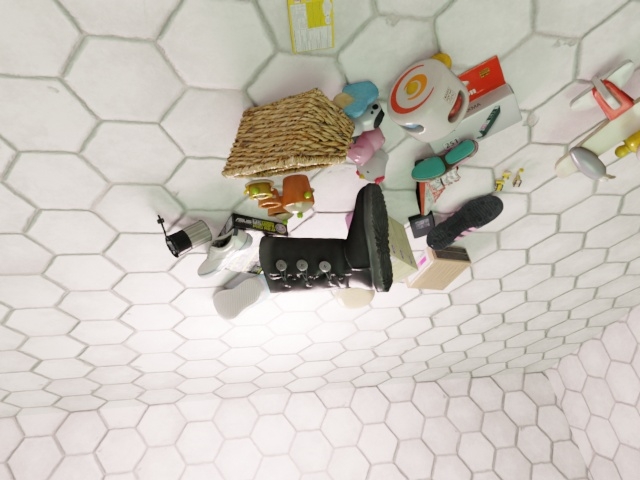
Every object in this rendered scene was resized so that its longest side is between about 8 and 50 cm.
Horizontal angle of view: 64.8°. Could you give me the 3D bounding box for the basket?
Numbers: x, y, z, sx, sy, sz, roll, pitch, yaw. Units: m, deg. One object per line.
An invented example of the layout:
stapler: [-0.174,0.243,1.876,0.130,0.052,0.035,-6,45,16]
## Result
basket: [-0.077,-0.227,1.335,0.299,0.222,0.213,-4,153,40]

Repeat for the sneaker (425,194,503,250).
sneaker: [0.546,-0.071,1.939,0.319,0.112,0.131,-30,174,9]

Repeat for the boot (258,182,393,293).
boot: [0.000,0.002,1.697,0.446,0.366,0.146,-1,-169,27]

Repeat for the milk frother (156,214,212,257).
milk frother: [-0.465,-0.037,1.703,0.135,0.129,0.143,-31,124,-33]

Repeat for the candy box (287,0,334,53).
candy box: [-0.023,-0.537,1.172,0.105,0.027,0.205,-7,145,-2]

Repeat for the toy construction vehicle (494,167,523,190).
toy construction vehicle: [0.676,-0.222,1.810,0.086,0.035,0.098,1,142,2]

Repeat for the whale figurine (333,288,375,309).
whale figurine: [0.136,0.159,2.135,0.217,0.141,0.271,-10,121,-1]

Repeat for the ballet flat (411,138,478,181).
ballet flat: [0.394,-0.240,1.575,0.222,0.076,0.079,-29,158,23]

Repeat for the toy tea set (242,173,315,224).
toy tea set: [-0.107,-0.105,1.563,0.200,0.124,0.336,-9,172,5]

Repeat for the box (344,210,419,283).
box: [0.224,0.014,1.852,0.117,0.213,0.243,-33,140,27]

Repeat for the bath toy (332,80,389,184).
bath toy: [0.128,-0.289,1.476,0.152,0.128,0.348,-16,146,6]

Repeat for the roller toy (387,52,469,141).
roller toy: [0.282,-0.375,1.341,0.209,0.191,0.146,-35,138,31]

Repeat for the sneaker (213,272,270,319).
sneaker: [-0.303,0.233,2.098,0.366,0.135,0.150,-25,175,43]

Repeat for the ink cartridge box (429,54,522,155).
ink cartridge box: [0.433,-0.381,1.492,0.275,0.060,0.239,-25,144,20]

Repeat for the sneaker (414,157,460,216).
sneaker: [0.405,-0.183,1.733,0.145,0.090,0.270,-11,143,5]

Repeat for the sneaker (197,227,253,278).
sneaker: [-0.352,0.037,1.748,0.258,0.094,0.091,-37,126,21]

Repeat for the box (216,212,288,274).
box: [-0.273,0.020,1.860,0.217,0.060,0.270,10,140,-28]

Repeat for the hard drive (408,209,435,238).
hard drive: [0.398,-0.059,1.964,0.094,0.022,0.135,-18,144,9]

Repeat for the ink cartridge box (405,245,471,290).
ink cartridge box: [0.505,0.120,2.190,0.194,0.088,0.234,8,142,-22]

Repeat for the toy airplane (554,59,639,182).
toy airplane: [0.936,-0.342,1.498,0.385,0.272,0.386,-9,145,-1]
